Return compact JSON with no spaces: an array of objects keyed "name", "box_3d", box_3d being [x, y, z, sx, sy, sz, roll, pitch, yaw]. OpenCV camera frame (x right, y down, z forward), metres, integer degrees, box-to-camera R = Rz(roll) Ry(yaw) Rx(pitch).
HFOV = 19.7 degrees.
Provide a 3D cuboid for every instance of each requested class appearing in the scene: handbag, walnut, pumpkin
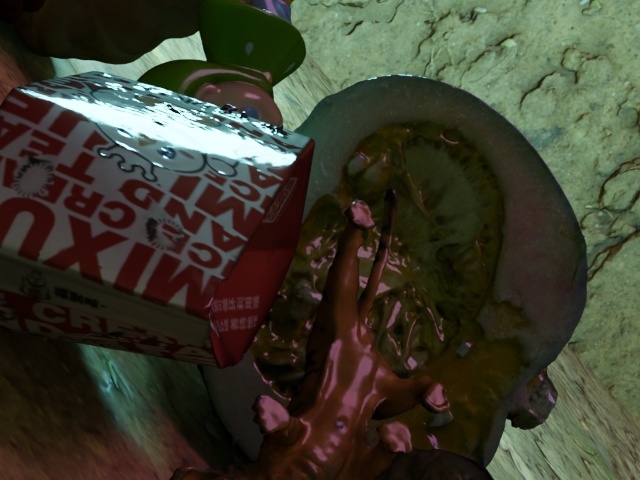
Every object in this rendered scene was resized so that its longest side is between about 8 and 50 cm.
[{"name":"handbag","box_3d":[-0.105,-0.008,1.070,0.171,0.151,0.298,18,8,2]},{"name":"walnut","box_3d":[-0.194,-0.292,1.598,0.296,0.285,0.285,13,12,0]},{"name":"pumpkin","box_3d":[0.041,0.043,1.336,0.263,0.293,0.197,39,-4,-5]}]

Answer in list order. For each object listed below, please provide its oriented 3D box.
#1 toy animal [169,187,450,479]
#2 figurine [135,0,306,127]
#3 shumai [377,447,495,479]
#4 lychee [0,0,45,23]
[{"name":"toy animal","box_3d":[0.016,0.077,1.172,0.114,0.116,0.255,34,54,-10]},{"name":"figurine","box_3d":[-0.082,-0.109,1.513,0.143,0.263,0.162,15,-14,18]},{"name":"shumai","box_3d":[0.084,0.260,1.147,0.256,0.189,0.218,37,-24,55]},{"name":"lychee","box_3d":[-0.254,-0.273,1.120,0.306,0.306,0.330,35,22,-58]}]
